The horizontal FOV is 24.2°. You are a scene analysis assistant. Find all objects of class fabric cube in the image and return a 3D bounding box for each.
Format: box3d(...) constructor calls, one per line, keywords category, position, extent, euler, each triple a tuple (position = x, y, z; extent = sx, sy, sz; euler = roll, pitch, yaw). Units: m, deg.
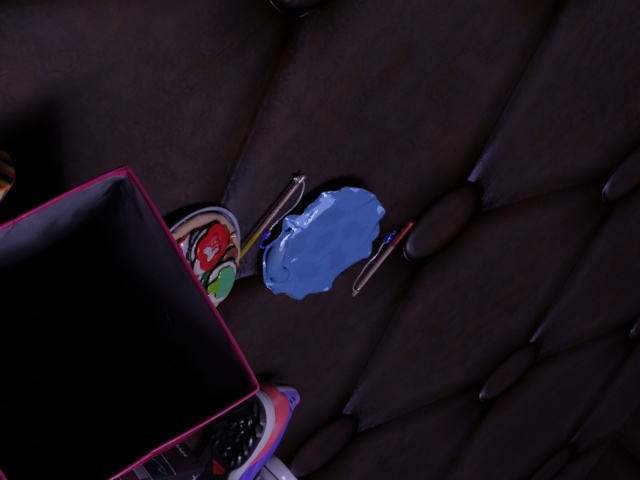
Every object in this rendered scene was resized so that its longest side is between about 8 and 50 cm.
box3d(category="fabric cube", position=(-0.260, 0.123, 1.452), extent=(0.259, 0.254, 0.258), euler=(-29, 176, -28))

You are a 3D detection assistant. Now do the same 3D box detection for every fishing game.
box3d(category="fishing game", position=(0.000, 0.000, 1.948), extent=(0.264, 0.041, 0.189), euler=(15, 118, -50))

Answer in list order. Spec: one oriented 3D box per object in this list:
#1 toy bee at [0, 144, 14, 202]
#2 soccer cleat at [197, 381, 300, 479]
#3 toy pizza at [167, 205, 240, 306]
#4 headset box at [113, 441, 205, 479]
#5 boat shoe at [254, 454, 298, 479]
box3d(category="toy bee", position=(-0.368, -0.032, 1.275), extent=(0.298, 0.162, 0.195), euler=(-17, 145, -41))
box3d(category="soccer cleat", position=(-0.132, 0.335, 2.177), extent=(0.116, 0.108, 0.318), euler=(-9, 135, -53))
box3d(category="toy pizza", position=(-0.157, 0.053, 1.769), extent=(0.201, 0.032, 0.201), euler=(-41, 149, -32))
box3d(category="headset box", position=(-0.324, 0.354, 1.933), extent=(0.293, 0.110, 0.218), euler=(-5, 134, -51))
box3d(category="boat shoe", position=(-0.082, 0.425, 2.389), extent=(0.088, 0.096, 0.267), euler=(-38, 161, -20))
